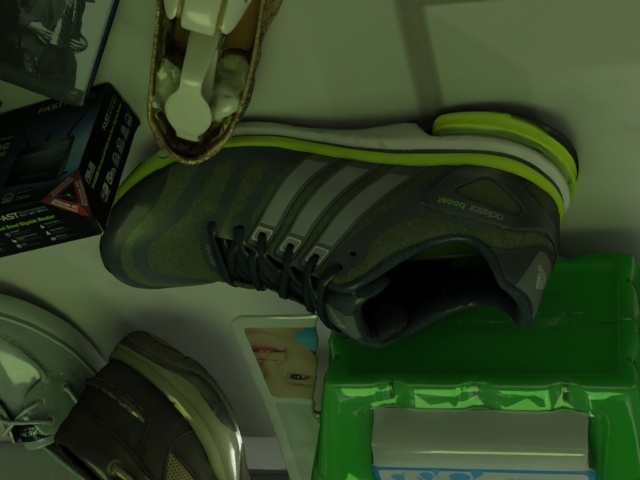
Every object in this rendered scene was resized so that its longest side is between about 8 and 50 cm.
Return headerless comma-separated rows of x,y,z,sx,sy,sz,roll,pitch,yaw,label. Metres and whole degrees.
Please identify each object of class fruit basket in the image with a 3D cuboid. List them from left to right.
0.128,0.169,0.868,0.327,0.165,0.353,0,131,13,fruit basket

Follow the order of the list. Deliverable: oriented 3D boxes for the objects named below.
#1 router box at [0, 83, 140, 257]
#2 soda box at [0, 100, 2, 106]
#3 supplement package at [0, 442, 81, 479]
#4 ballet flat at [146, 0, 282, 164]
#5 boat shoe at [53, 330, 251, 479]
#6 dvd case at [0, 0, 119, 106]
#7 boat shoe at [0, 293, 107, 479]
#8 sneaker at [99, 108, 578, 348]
-0.177,-0.038,0.759,0.122,0.092,0.038,-12,135,24,router box
-0.272,-0.052,0.765,0.183,0.063,0.058,-19,133,44,soda box
-0.222,0.311,1.108,0.149,0.194,0.203,-6,139,20,supplement package
-0.056,-0.116,0.658,0.073,0.067,0.206,11,140,1,ballet flat
-0.111,0.235,0.984,0.132,0.130,0.355,17,137,49,boat shoe
-0.180,-0.179,0.638,0.179,0.029,0.238,19,140,-11,dvd case
-0.206,0.126,0.971,0.079,0.081,0.227,-16,135,28,boat shoe
0.000,0.000,0.743,0.300,0.121,0.111,-7,138,20,sneaker
